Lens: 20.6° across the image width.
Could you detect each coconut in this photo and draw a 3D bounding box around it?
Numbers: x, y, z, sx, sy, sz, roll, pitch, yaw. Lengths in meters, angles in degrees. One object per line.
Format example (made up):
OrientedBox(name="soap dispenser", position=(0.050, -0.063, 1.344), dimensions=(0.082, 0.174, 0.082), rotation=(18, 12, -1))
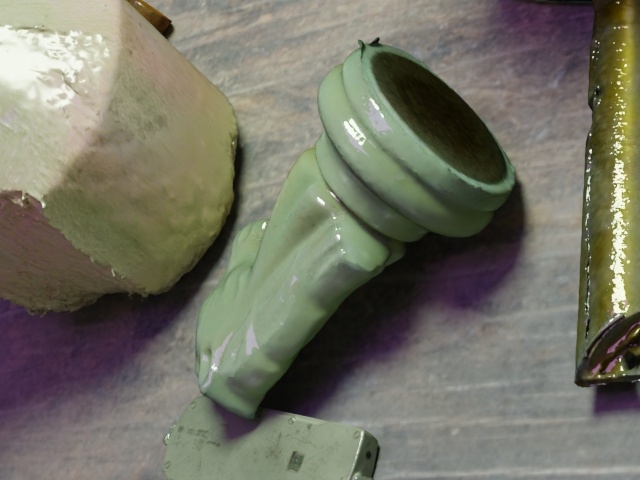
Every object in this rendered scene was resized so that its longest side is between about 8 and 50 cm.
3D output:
OrientedBox(name="coconut", position=(-0.253, -0.093, 1.522), dimensions=(0.297, 0.309, 0.297), rotation=(-19, 55, 30))

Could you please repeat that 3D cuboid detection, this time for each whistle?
OrientedBox(name="whistle", position=(0.225, -0.046, 1.291), dimensions=(0.068, 0.057, 0.326), rotation=(-12, 58, 33))

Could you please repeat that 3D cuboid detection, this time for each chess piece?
OrientedBox(name="chess piece", position=(0.000, 0.000, 1.397), dimensions=(0.298, 0.175, 0.176), rotation=(-47, 44, 23))

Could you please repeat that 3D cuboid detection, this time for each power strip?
OrientedBox(name="power strip", position=(-0.037, 0.175, 1.388), dimensions=(0.227, 0.029, 0.080), rotation=(7, 68, 42))

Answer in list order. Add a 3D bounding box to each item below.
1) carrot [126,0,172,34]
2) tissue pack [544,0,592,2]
OrientedBox(name="carrot", position=(-0.235, -0.146, 1.731), dimensions=(0.224, 0.057, 0.057), rotation=(-51, 45, 11))
OrientedBox(name="tissue pack", position=(0.152, -0.392, 1.301), dimensions=(0.253, 0.416, 0.264), rotation=(5, 68, 40))
